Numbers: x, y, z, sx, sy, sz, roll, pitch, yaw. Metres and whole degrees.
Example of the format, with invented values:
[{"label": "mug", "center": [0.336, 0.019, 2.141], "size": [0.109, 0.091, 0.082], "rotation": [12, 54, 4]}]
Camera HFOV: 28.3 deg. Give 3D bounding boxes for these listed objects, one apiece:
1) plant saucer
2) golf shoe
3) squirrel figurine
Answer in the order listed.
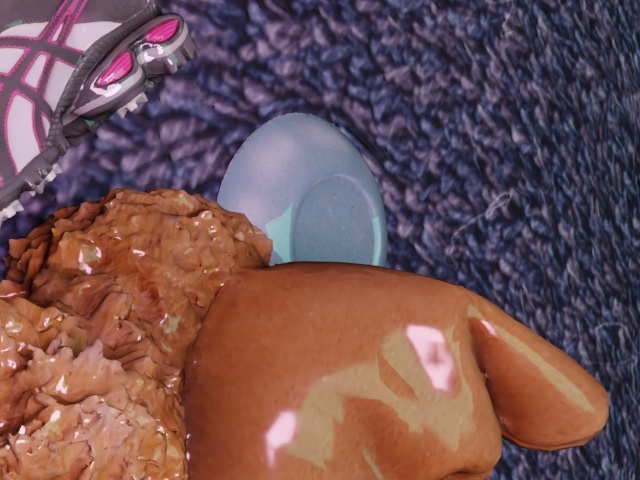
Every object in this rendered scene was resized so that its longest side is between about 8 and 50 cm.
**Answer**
[{"label": "plant saucer", "center": [0.000, 0.000, 0.955], "size": [0.195, 0.037, 0.195], "rotation": [1, 89, -48]}, {"label": "golf shoe", "center": [-0.189, -0.078, 0.710], "size": [0.120, 0.105, 0.273], "rotation": [52, 46, -16]}, {"label": "squirrel figurine", "center": [-0.073, 0.180, 0.703], "size": [0.397, 0.281, 0.370], "rotation": [40, 54, -22]}]
